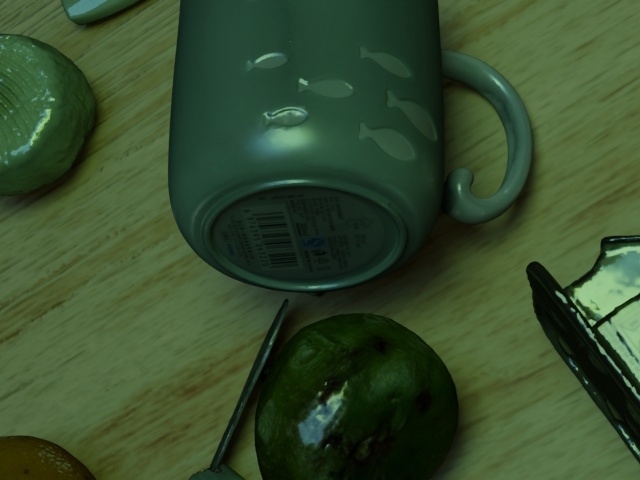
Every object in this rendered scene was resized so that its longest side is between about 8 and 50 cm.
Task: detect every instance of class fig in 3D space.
[{"bbox_3d":[0.003,0.144,1.044,0.203,0.203,0.235,-56,43,0],"label":"fig"}]

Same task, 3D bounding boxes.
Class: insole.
[{"bbox_3d":[-0.072,0.148,1.133,0.006,0.065,0.193,24,88,-6],"label":"insole"}]

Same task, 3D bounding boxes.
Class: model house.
[{"bbox_3d":[0.345,0.053,0.929,0.279,0.205,0.218,-33,67,2],"label":"model house"}]

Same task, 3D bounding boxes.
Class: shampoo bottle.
[{"bbox_3d":[-0.209,-0.325,1.318,0.212,0.049,0.072,-28,63,12],"label":"shampoo bottle"}]

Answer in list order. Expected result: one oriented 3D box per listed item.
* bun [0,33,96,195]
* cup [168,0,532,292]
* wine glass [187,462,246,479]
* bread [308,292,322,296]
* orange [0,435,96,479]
[{"bbox_3d":[-0.354,-0.140,1.289,0.195,0.118,0.195,-4,75,14],"label":"bun"},{"bbox_3d":[0.035,-0.103,1.045,0.357,0.259,0.274,11,57,-14],"label":"cup"},{"bbox_3d":[-0.080,0.361,0.980,0.309,0.264,0.096,43,128,25],"label":"wine glass"},{"bbox_3d":[0.000,0.000,1.143,0.043,0.062,0.109,24,84,21],"label":"bread"},{"bbox_3d":[-0.325,0.306,1.129,0.224,0.170,0.224,-7,72,21],"label":"orange"}]
